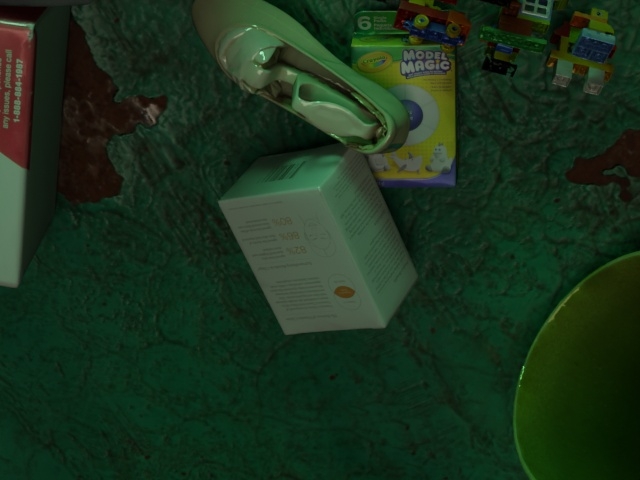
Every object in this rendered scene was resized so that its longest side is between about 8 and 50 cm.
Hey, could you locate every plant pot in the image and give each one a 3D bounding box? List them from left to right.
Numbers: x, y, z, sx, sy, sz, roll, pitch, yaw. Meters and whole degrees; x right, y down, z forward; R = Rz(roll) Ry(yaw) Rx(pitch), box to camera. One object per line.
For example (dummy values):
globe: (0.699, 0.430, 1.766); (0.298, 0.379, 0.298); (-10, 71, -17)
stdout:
plant pot: (0.398, 0.196, 1.498); (0.293, 0.275, 0.275); (31, 117, -29)

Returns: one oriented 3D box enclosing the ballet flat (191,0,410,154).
ballet flat: (-0.027, -0.157, 1.395); (0.248, 0.086, 0.086); (31, 117, 4)

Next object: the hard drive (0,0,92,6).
hard drive: (-0.315, -0.287, 1.337); (0.254, 0.172, 0.054); (6, 142, 1)

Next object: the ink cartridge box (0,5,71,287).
ink cartridge box: (-0.456, -0.137, 1.427); (0.384, 0.160, 0.279); (10, 118, -1)

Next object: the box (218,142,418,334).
box: (0.000, 0.000, 1.478); (0.130, 0.091, 0.171); (-6, 121, 35)

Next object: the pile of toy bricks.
pile of toy bricks: (0.184, -0.226, 1.363); (0.212, 0.105, 0.118); (14, 150, -2)

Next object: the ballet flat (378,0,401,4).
ballet flat: (0.048, -0.308, 1.351); (0.070, 0.070, 0.188); (-3, 115, 7)

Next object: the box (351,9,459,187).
box: (0.084, -0.140, 1.448); (0.105, 0.043, 0.179); (-1, 116, 6)
